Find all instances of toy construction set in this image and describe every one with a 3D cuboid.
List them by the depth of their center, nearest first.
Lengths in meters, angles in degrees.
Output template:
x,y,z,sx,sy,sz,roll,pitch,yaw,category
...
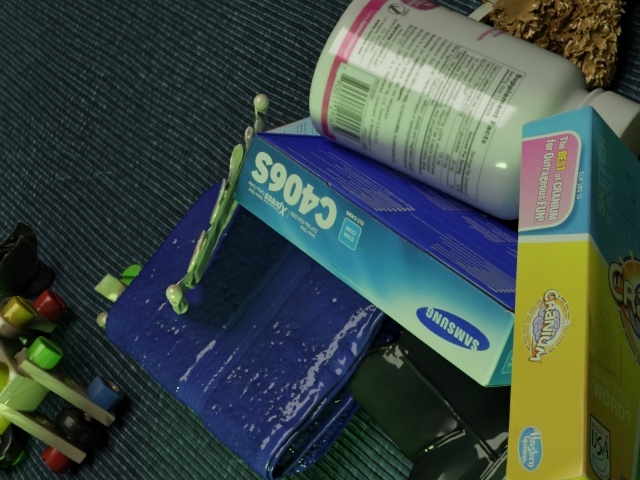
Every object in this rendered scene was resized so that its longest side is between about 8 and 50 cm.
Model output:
x,y,z,sx,sy,sz,roll,pitch,yaw,category
-0.333,0.104,1.746,0.309,0.237,0.257,-29,46,23,toy construction set

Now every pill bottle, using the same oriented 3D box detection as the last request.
x,y,z,sx,sy,sz,roll,pitch,yaw,category
0.147,-0.116,1.465,0.283,0.160,0.160,26,80,19,pill bottle

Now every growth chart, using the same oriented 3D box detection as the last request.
x,y,z,sx,sy,sz,roll,pitch,yaw,category
-0.097,-0.032,1.547,0.172,0.021,0.237,110,-177,-74,growth chart

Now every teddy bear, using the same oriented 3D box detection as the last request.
x,y,z,sx,sy,sz,roll,pitch,yaw,category
0.232,-0.239,1.602,0.338,0.113,0.245,-60,35,2,teddy bear

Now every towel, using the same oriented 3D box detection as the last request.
x,y,z,sx,sy,sz,roll,pitch,yaw,category
-0.062,0.084,1.591,0.227,0.076,0.308,-51,48,-6,towel

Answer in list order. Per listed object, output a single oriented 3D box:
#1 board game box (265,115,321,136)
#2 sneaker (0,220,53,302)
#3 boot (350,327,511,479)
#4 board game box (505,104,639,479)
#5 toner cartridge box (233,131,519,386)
x,y,z,sx,sy,sz,roll,pitch,yaw,category
0.000,0.000,1.640,0.145,0.027,0.281,-16,64,35,board game box
-0.402,0.046,1.959,0.170,0.089,0.051,-31,46,22,sneaker
0.087,0.196,1.413,0.246,0.094,0.207,-44,45,-2,boot
0.237,0.089,1.248,0.064,0.242,0.316,-15,54,32,board game box
0.092,0.008,1.438,0.348,0.165,0.075,36,116,39,toner cartridge box
